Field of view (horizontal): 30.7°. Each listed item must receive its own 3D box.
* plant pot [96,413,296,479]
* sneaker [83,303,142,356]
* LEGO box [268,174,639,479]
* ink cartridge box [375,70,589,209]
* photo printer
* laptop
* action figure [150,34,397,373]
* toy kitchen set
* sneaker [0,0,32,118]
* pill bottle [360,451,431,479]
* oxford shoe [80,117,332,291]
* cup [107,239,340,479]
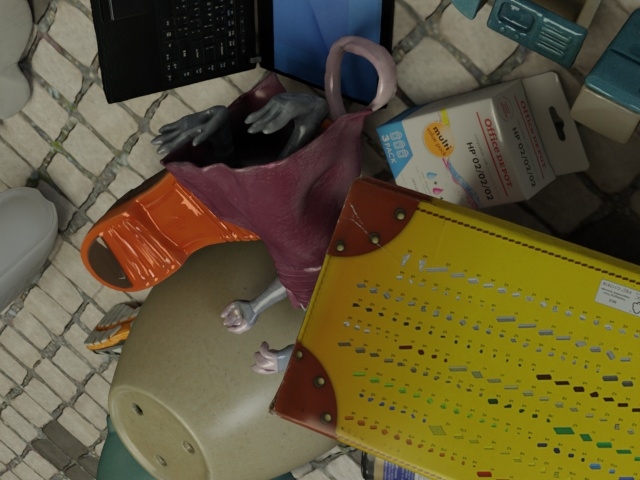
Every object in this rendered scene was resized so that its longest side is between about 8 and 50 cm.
[{"bbox_3d":[-0.196,0.313,1.663,0.293,0.293,0.196,-21,86,48],"label":"plant pot"},{"bbox_3d":[-0.262,0.141,1.677,0.215,0.084,0.083,-10,129,45],"label":"sneaker"},{"bbox_3d":[0.266,0.131,0.931,0.500,0.193,0.372,20,-179,19],"label":"LEGO box"},{"bbox_3d":[0.152,-0.088,1.114,0.181,0.061,0.104,-11,106,44],"label":"ink cartridge box"},{"bbox_3d":[-0.492,0.065,1.602,0.107,0.307,0.256,43,145,-2],"label":"photo printer"},{"bbox_3d":[-0.077,-0.221,1.124,0.234,0.264,0.136,91,156,-44],"label":"laptop"},{"bbox_3d":[0.000,0.000,1.198,0.370,0.276,0.248,55,172,-29],"label":"action figure"},{"bbox_3d":[0.200,-0.211,0.923,0.207,0.122,0.166,30,141,12],"label":"toy kitchen set"},{"bbox_3d":[-0.411,-0.245,1.429,0.094,0.080,0.212,42,144,17],"label":"sneaker"},{"bbox_3d":[0.165,0.242,1.371,0.219,0.122,0.122,8,135,10],"label":"pill bottle"},{"bbox_3d":[-0.118,-0.067,1.329,0.364,0.132,0.130,-22,117,27],"label":"oxford shoe"},{"bbox_3d":[-0.122,0.176,1.442,0.331,0.237,0.331,27,138,27],"label":"cup"}]
